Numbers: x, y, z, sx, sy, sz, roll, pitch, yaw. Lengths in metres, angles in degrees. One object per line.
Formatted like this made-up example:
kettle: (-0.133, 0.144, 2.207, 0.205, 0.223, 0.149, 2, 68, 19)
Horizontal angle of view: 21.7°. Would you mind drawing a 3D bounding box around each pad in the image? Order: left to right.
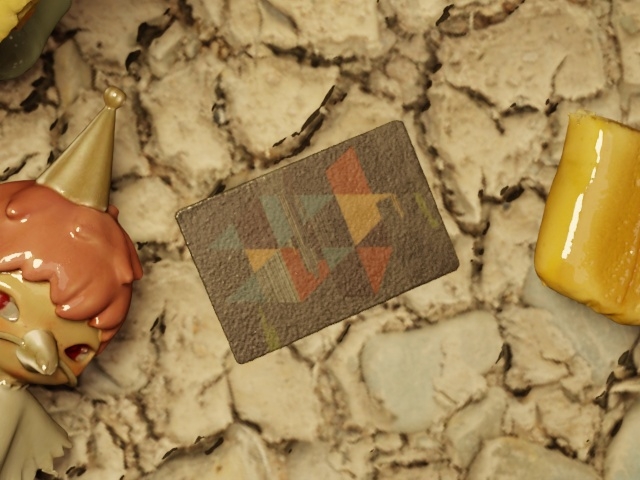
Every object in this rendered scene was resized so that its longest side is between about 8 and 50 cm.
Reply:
pad: (0.000, 0.000, 1.395, 0.211, 0.003, 0.143, -24, 98, -12)

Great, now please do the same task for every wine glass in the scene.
wine glass: (-0.262, -0.137, 1.255, 0.079, 0.079, 0.195, 39, 51, -12)

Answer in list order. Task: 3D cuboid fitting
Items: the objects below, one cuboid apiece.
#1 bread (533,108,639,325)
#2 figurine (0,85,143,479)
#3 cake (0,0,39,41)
bread: (0.250, -0.019, 1.413, 0.134, 0.085, 0.173, 19, 86, -17)
figurine: (-0.230, 0.067, 1.262, 0.207, 0.166, 0.387, 36, 87, -29)
cake: (-0.217, -0.289, 1.150, 0.227, 0.286, 0.222, -34, 105, 30)
